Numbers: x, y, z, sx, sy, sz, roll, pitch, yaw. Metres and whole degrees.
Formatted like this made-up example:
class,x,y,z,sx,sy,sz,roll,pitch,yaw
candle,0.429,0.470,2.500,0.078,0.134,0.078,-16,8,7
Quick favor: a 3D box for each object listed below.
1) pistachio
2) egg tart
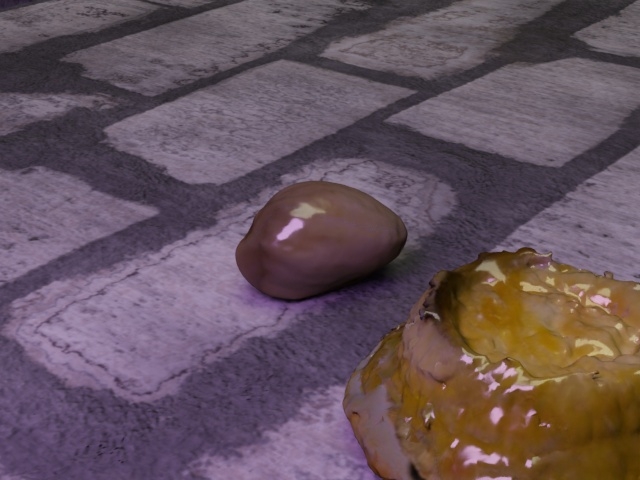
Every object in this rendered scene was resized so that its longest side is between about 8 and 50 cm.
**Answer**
class,x,y,z,sx,sy,sz,roll,pitch,yaw
pistachio,0.000,0.000,1.109,0.184,0.125,0.124,0,26,-13
egg tart,0.186,0.111,0.868,0.345,0.133,0.345,2,28,-1
